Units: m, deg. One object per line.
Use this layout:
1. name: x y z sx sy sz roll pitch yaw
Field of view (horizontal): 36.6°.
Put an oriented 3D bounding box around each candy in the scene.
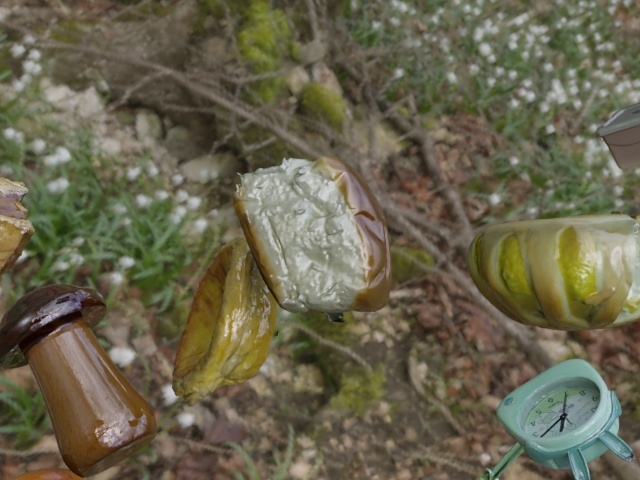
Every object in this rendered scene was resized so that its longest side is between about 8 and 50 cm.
1. candy: 0.220 0.316 1.275 0.077 0.262 0.073 20 29 -30

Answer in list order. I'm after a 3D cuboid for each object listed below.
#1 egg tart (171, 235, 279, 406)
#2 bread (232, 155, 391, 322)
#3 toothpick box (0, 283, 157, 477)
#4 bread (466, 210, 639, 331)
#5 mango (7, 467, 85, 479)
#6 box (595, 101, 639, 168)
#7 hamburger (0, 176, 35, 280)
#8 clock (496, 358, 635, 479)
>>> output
1. egg tart: -0.162 0.154 1.748 0.128 0.319 0.319 21 33 -19
2. bread: 0.000 0.000 1.585 0.250 0.225 0.279 46 26 -83
3. toothpick box: -0.385 0.211 1.515 0.294 0.192 0.192 58 13 13
4. bread: 0.356 0.045 1.347 0.333 0.333 0.160 5 82 -73
5. mango: -0.464 0.420 1.531 0.217 0.141 0.102 -5 79 -46
6. box: 0.415 -0.138 1.195 0.089 0.122 0.062 -35 103 -42
7. hamburger: -0.435 0.028 1.084 0.131 0.262 0.124 21 30 -39
8. clock: 0.225 0.167 0.877 0.041 0.101 0.135 59 1 -22
